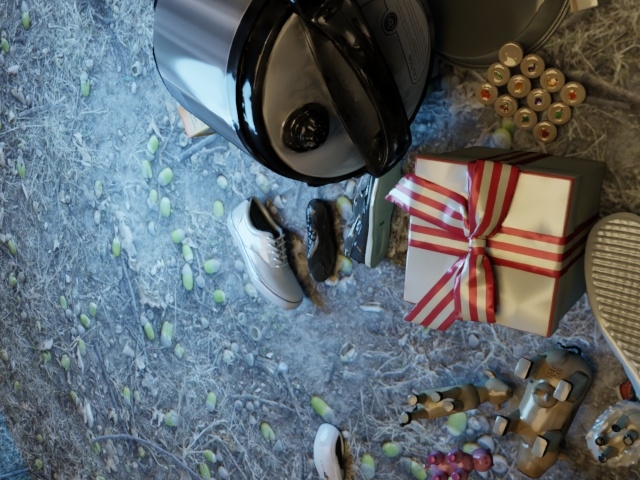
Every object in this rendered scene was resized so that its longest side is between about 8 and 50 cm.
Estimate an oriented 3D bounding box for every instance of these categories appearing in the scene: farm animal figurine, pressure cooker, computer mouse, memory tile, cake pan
[{"bbox_3d":[0.331,0.298,1.165,0.330,0.172,0.326,46,114,31],"label":"farm animal figurine"},{"bbox_3d":[-0.026,-0.287,1.132,0.420,0.370,0.375,38,119,42],"label":"pressure cooker"},{"bbox_3d":[0.014,0.488,1.532,0.106,0.042,0.192,4,103,39],"label":"computer mouse"},{"bbox_3d":[0.321,-0.227,1.099,0.148,0.012,0.113,36,130,7],"label":"memory tile"},{"bbox_3d":[0.250,-0.415,1.119,0.293,0.054,0.293,10,107,36],"label":"cake pan"}]

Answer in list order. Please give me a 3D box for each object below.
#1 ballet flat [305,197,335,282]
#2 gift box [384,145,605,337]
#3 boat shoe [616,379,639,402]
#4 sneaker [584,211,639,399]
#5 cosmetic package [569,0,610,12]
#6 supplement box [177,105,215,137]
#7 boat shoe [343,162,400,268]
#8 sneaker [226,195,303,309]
[{"bbox_3d":[0.000,0.000,1.433,0.058,0.049,0.173,-3,104,-4],"label":"ballet flat"},{"bbox_3d":[0.252,-0.005,1.068,0.276,0.258,0.255,7,104,30],"label":"gift box"},{"bbox_3d":[0.502,0.277,1.088,0.043,0.049,0.137,-35,73,42],"label":"boat shoe"},{"bbox_3d":[0.474,0.142,1.018,0.135,0.150,0.365,-18,74,15],"label":"sneaker"},{"bbox_3d":[0.374,-0.387,1.012,0.041,0.060,0.115,-3,107,40],"label":"cosmetic package"},{"bbox_3d":[-0.191,-0.288,1.486,0.233,0.080,0.078,-18,91,38],"label":"supplement box"},{"bbox_3d":[0.090,-0.065,1.311,0.079,0.084,0.233,25,118,31],"label":"boat shoe"},{"bbox_3d":[-0.109,0.023,1.484,0.258,0.094,0.091,56,132,15],"label":"sneaker"}]
